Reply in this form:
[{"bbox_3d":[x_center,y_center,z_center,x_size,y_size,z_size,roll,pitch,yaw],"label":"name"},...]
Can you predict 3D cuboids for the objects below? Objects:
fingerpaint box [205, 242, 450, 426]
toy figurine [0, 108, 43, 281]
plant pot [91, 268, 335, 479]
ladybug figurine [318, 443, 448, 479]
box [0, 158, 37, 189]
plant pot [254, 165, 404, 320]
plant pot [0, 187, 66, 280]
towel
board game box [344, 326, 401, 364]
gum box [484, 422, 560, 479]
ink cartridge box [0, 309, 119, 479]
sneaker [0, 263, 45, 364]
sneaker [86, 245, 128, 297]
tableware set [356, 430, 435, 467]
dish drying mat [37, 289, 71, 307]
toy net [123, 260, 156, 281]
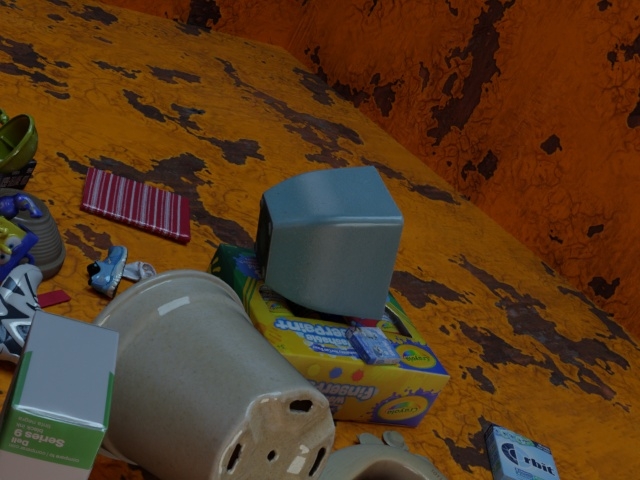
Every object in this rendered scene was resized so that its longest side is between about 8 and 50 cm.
[{"bbox_3d":[-0.001,0.202,1.918,0.444,0.163,0.371,13,28,-32],"label":"fingerpaint box"},{"bbox_3d":[-0.603,-0.039,1.650,0.217,0.362,0.191,47,-14,-35],"label":"toy figurine"},{"bbox_3d":[-0.156,0.251,1.328,0.333,0.334,0.305,4,17,-45],"label":"plant pot"},{"bbox_3d":[0.076,0.486,1.398,0.305,0.162,0.449,46,27,20],"label":"ladybug figurine"},{"bbox_3d":[-0.794,-0.204,1.904,0.307,0.077,0.242,28,6,-1],"label":"box"},{"bbox_3d":[0.000,0.000,1.843,0.252,0.248,0.247,1,30,-15],"label":"plant pot"},{"bbox_3d":[-0.613,-0.028,1.777,0.237,0.110,0.237,25,23,-11],"label":"plant pot"},{"bbox_3d":[-0.446,-0.085,2.188,0.274,0.031,0.199,18,27,-19],"label":"towel"},{"bbox_3d":[0.106,0.211,1.795,0.090,0.020,0.090,6,36,-43],"label":"board game box"},{"bbox_3d":[0.449,0.499,1.968,0.157,0.041,0.184,25,22,-8],"label":"gum box"},{"bbox_3d":[-0.372,0.276,1.184,0.121,0.289,0.211,17,25,-18],"label":"ink cartridge box"},{"bbox_3d":[-0.506,0.141,1.565,0.153,0.094,0.235,28,23,-4],"label":"sneaker"},{"bbox_3d":[-0.446,0.053,1.858,0.073,0.063,0.162,19,24,-14],"label":"sneaker"},{"bbox_3d":[0.153,0.435,1.793,0.168,0.020,0.141,3,35,-48],"label":"tableware set"},{"bbox_3d":[-0.520,0.112,1.717,0.032,0.008,0.083,38,23,19],"label":"dish drying mat"},{"bbox_3d":[-0.340,0.106,1.887,0.122,0.045,0.232,7,31,-41],"label":"toy net"}]
